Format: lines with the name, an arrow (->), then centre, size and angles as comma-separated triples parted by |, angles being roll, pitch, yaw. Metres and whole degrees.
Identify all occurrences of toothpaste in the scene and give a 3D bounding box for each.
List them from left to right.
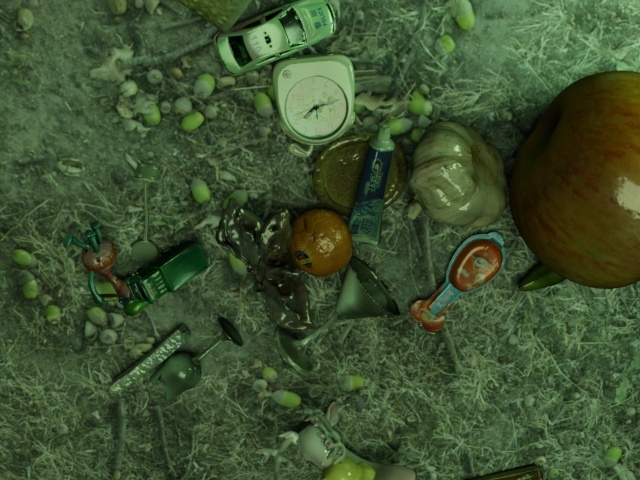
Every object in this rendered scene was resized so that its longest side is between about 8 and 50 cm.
toothpaste -> 0.099, -0.103, 1.669 | 0.069, 0.047, 0.268 | -11, 132, -25

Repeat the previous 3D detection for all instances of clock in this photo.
clock -> -0.010, -0.253, 1.639 | 0.151, 0.062, 0.191 | -6, 110, -4

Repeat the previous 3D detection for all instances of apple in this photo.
apple -> 0.519, -0.117, 1.573 | 0.333, 0.400, 0.400 | 43, 101, 8

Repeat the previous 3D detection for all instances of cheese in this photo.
cheese -> 0.286, 0.085, 1.795 | 0.106, 0.037, 0.256 | 38, 101, -14

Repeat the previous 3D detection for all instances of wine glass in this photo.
wine glass -> -0.255, 0.244, 1.781 | 0.195, 0.079, 0.079 | -40, 108, 7
wine glass -> 0.025, 0.158, 1.747 | 0.232, 0.156, 0.156 | -40, 108, 14

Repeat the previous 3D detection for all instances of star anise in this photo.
star anise -> -0.106, 0.041, 1.662 | 0.110, 0.198, 0.258 | -31, 115, -31

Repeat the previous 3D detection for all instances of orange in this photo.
orange -> 0.002, 0.000, 1.695 | 0.117, 0.135, 0.135 | -45, 110, -25

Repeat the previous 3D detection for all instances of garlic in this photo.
garlic -> 0.231, -0.106, 1.666 | 0.218, 0.219, 0.212 | 44, 134, -17

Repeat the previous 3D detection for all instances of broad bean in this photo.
broad bean -> 0.542, 0.022, 1.776 | 0.325, 0.075, 0.067 | -30, 108, 6

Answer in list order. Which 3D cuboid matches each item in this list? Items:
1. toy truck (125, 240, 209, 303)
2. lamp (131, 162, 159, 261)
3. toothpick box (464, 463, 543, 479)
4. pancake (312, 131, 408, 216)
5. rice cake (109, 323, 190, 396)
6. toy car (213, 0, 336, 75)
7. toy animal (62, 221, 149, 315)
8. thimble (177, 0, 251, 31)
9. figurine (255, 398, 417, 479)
toy truck -> -0.299, 0.063, 1.688 | 0.147, 0.079, 0.065 | -37, 113, -35
lamp -> -0.339, -0.051, 1.701 | 0.050, 0.056, 0.198 | 4, 120, -8
toothpick box -> 0.436, 0.661, 1.867 | 0.187, 0.308, 0.190 | -11, 112, -1
pancake -> 0.079, -0.125, 1.688 | 0.199, 0.021, 0.199 | -7, 127, -10
rice cake -> -0.354, 0.247, 1.792 | 0.211, 0.043, 0.034 | -39, 101, 8
toy car -> -0.080, -0.374, 1.583 | 0.224, 0.076, 0.090 | -22, 108, 3
toy animal -> -0.415, 0.062, 1.692 | 0.103, 0.100, 0.208 | -48, 126, -29
thimble -> -0.150, -0.494, 1.439 | 0.150, 0.271, 0.271 | 32, 103, -19
figurine -> 0.033, 0.457, 1.789 | 0.315, 0.284, 0.206 | 32, 102, -2
